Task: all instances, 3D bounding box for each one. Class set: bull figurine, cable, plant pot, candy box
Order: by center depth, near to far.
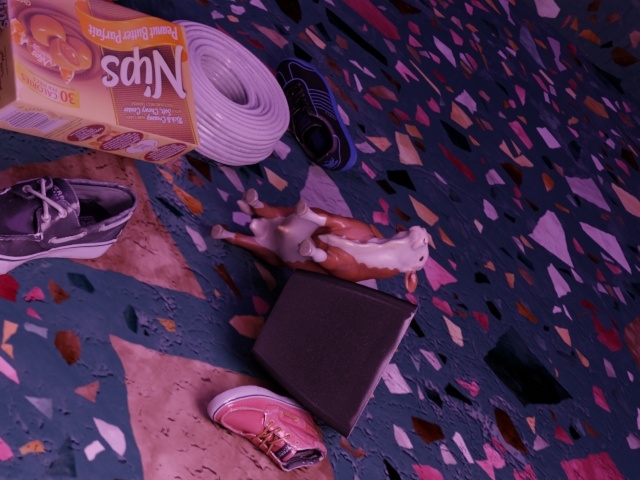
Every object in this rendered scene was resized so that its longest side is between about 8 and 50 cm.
[{"bbox_3d":[-0.303,-0.220,1.876,0.316,0.087,0.183,12,64,-50],"label":"candy box"},{"bbox_3d":[0.013,0.129,1.890,0.167,0.188,0.187,29,0,4],"label":"plant pot"},{"bbox_3d":[0.000,0.000,2.005,0.188,0.310,0.101,25,75,-45],"label":"bull figurine"},{"bbox_3d":[-0.165,-0.228,2.236,0.257,0.089,0.257,43,28,-8],"label":"cable"}]

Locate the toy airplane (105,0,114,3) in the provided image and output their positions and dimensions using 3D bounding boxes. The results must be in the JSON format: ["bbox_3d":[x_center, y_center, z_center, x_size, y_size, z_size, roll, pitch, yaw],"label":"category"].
[{"bbox_3d":[-0.361,-0.360,2.195,0.151,0.028,0.151,34,30,-23],"label":"toy airplane"}]

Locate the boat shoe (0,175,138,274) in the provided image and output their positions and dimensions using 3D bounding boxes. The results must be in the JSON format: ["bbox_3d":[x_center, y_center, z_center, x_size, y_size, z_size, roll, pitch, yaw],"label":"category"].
[{"bbox_3d":[-0.334,-0.031,1.722,0.301,0.102,0.108,-1,54,-56],"label":"boat shoe"}]

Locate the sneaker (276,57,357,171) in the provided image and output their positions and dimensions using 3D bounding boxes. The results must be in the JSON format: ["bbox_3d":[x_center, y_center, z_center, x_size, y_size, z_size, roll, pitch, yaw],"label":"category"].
[{"bbox_3d":[-0.019,-0.220,2.442,0.232,0.081,0.090,59,22,19],"label":"sneaker"}]

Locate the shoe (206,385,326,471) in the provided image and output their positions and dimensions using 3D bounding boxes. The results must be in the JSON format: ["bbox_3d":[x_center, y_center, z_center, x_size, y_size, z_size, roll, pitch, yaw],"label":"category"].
[{"bbox_3d":[-0.062,0.237,1.801,0.178,0.063,0.081,19,33,-50],"label":"shoe"}]
